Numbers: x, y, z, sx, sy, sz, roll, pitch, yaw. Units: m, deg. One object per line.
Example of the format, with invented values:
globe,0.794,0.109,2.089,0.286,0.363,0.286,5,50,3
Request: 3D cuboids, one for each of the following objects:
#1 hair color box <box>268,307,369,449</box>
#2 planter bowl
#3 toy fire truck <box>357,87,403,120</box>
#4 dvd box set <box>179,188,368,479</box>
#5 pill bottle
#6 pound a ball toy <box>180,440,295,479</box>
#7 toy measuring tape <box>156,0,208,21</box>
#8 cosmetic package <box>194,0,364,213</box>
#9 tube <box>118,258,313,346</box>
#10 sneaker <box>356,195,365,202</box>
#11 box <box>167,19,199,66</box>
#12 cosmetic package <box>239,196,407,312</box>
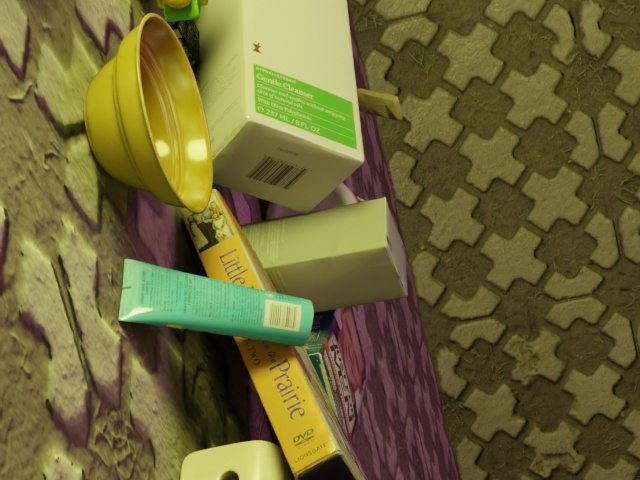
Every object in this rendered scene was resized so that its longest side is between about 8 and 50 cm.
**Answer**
hair color box,-0.005,0.203,1.802,0.347,0.105,0.174,-65,142,-74
planter bowl,-0.193,-0.126,1.222,0.217,0.090,0.217,-11,90,-79
toy fire truck,0.007,-0.274,1.996,0.217,0.246,0.159,66,16,-49
dvd box set,-0.038,0.173,1.415,0.420,0.062,0.308,62,-2,39
pill bottle,0.013,-0.014,1.979,0.278,0.162,0.162,32,47,-75
pound a ball toy,-0.060,0.370,1.256,0.208,0.135,0.319,67,16,-46
toy measuring tape,-0.185,-0.380,1.508,0.330,0.121,0.121,-99,172,-63
cosmetic package,-0.068,-0.245,1.638,0.196,0.155,0.366,16,52,-30
tube,-0.111,0.071,1.224,0.080,0.207,0.052,-96,-154,-44
sneaker,0.050,-0.071,2.412,0.235,0.094,0.090,53,29,-63
box,-0.192,-0.294,1.601,0.083,0.018,0.067,63,19,-55
cosmetic package,-0.001,0.030,1.649,0.127,0.237,0.107,68,15,-47
